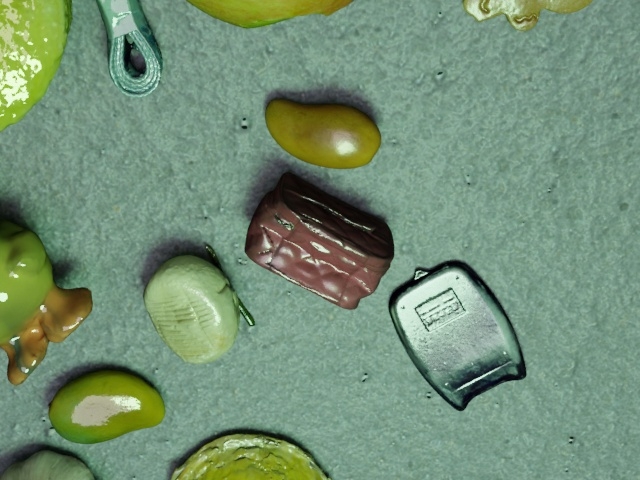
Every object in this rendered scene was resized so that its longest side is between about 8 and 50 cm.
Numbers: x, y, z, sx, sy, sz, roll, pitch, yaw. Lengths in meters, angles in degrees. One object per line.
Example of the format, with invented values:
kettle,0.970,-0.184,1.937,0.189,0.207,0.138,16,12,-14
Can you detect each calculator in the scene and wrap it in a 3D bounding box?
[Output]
calculator,0.227,0.157,1.809,0.177,0.040,0.268,-31,104,9

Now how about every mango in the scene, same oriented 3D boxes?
mango,0.002,-0.163,1.654,0.184,0.085,0.102,13,111,1
mango,-0.365,0.278,1.835,0.191,0.085,0.122,-17,101,-3

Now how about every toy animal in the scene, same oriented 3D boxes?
toy animal,-0.528,0.044,1.676,0.216,0.191,0.338,-43,110,11

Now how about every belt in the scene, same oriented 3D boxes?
belt,-0.309,-0.356,1.581,0.087,0.072,0.302,-17,111,4

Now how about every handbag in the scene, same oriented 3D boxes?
handbag,0.000,0.000,1.687,0.225,0.146,0.135,29,115,-11

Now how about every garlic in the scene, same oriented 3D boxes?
garlic,-0.476,0.474,1.831,0.218,0.212,0.218,0,94,3

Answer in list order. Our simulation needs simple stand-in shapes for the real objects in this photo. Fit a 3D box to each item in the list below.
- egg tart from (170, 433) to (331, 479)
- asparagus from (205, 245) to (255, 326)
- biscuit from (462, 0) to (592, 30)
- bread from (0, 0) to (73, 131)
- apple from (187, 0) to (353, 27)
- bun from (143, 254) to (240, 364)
egg tart,-0.122,0.485,1.895,0.315,0.120,0.315,0,111,0
asparagus,-0.151,0.074,1.786,0.016,0.016,0.163,-14,113,34
biscuit,0.320,-0.391,1.588,0.225,0.036,0.166,-4,110,1
bread,-0.497,-0.314,1.473,0.348,0.308,0.348,0,105,1
apple,-0.082,-0.444,1.415,0.339,0.339,0.339,0,112,0
bun,-0.202,0.109,1.753,0.164,0.111,0.188,-14,112,31
